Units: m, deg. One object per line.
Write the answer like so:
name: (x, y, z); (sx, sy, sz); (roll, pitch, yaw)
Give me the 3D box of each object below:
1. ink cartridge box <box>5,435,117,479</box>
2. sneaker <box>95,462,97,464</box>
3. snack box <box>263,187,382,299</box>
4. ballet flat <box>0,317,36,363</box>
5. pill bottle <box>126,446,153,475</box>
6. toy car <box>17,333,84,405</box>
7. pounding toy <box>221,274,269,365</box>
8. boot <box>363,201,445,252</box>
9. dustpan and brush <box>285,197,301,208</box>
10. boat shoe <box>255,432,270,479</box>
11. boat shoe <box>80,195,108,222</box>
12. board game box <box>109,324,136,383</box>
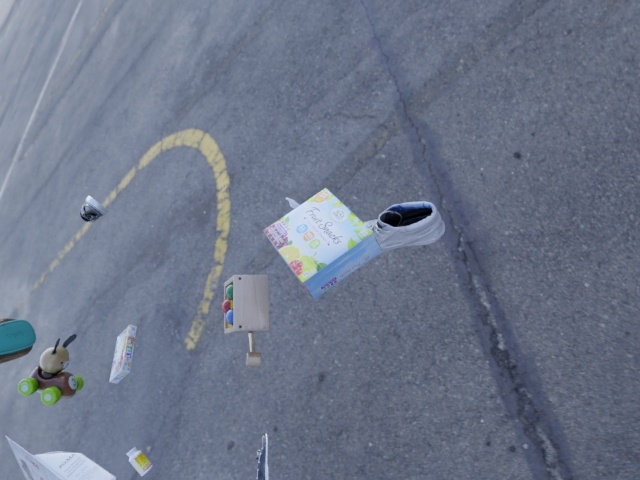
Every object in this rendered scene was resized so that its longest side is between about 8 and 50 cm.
ink cartridge box: (-0.457, 0.449, 0.930); (0.232, 0.066, 0.189); (23, 128, 27)
sneaker: (-0.546, 0.645, 1.211); (0.106, 0.078, 0.234); (-40, 41, 30)
snack box: (0.000, 0.000, 1.076); (0.175, 0.070, 0.207); (-34, 44, -6)
ballet flat: (-0.702, 0.213, 0.966); (0.124, 0.342, 0.116); (-26, 86, 3)
pill bottle: (-0.555, 0.674, 1.551); (0.043, 0.043, 0.083); (-43, 85, 26)
toy car: (-0.808, 0.384, 1.569); (0.155, 0.149, 0.188); (1, -72, -86)
pounding toy: (-0.189, 0.197, 1.211); (0.181, 0.094, 0.205); (148, 122, -65)
boot: (0.134, -0.028, 1.103); (0.259, 0.123, 0.095); (-15, 63, 15)
dustpan and brush: (-0.022, -0.054, 1.507); (0.060, 0.211, 0.147); (-61, 1, 6)
boat shoe: (-0.152, 0.573, 1.334); (0.038, 0.046, 0.125); (-6, 56, 1)
boat shoe: (-0.482, -0.061, 1.070); (0.040, 0.049, 0.142); (-54, 19, -18)
board game box: (-0.620, 0.357, 1.595); (0.103, 0.026, 0.154); (-41, 41, 37)
